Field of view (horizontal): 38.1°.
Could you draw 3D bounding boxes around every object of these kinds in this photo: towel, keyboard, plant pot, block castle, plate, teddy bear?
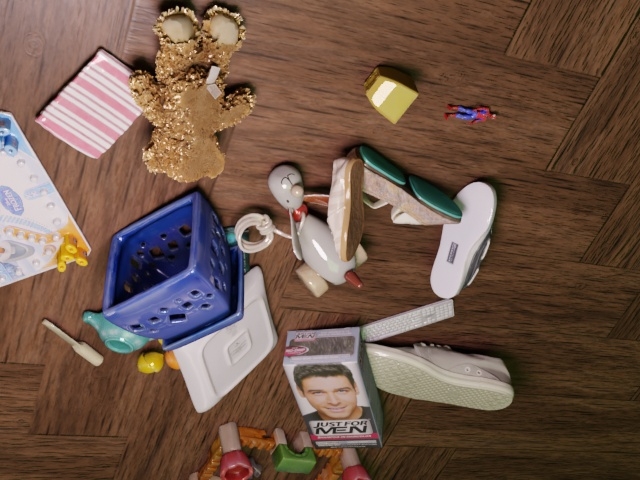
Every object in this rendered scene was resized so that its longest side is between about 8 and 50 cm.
[{"bbox_3d":[-0.418,-0.254,1.736,0.197,0.029,0.144,-42,130,16],"label":"towel"},{"bbox_3d":[0.216,0.208,2.353,0.256,0.014,0.072,-17,133,-2],"label":"keyboard"},{"bbox_3d":[-0.286,0.080,1.909,0.236,0.236,0.212,-26,133,19],"label":"plant pot"},{"bbox_3d":[-0.116,0.685,2.530,0.453,0.213,0.303,14,125,-28],"label":"block castle"},{"bbox_3d":[0.133,-0.298,1.840,0.083,0.081,0.081,27,118,-23],"label":"plant pot"},{"bbox_3d":[-0.200,0.236,2.117,0.277,0.045,0.278,-42,142,-28],"label":"plate"},{"bbox_3d":[-0.241,-0.277,1.721,0.245,0.113,0.338,-27,134,-23],"label":"teddy bear"}]

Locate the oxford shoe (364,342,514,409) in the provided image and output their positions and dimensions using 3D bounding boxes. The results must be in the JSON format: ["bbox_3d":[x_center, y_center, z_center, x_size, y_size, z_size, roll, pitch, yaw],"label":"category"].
[{"bbox_3d":[0.291,0.333,2.421,0.449,0.130,0.169,13,143,-9],"label":"oxford shoe"}]

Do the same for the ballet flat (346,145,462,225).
[{"bbox_3d":[0.167,-0.099,2.016,0.316,0.107,0.106,30,120,-24],"label":"ballet flat"}]

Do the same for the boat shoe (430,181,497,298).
[{"bbox_3d":[0.349,-0.005,2.157,0.102,0.108,0.301,-18,129,-48],"label":"boat shoe"}]

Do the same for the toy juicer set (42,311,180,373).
[{"bbox_3d":[-0.439,0.222,2.114,0.329,0.089,0.209,2,145,11],"label":"toy juicer set"}]

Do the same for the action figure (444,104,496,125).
[{"bbox_3d":[0.321,-0.267,1.962,0.115,0.030,0.038,-1,125,-20],"label":"action figure"}]

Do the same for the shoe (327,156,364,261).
[{"bbox_3d":[0.050,-0.065,1.913,0.076,0.058,0.219,-14,111,-57],"label":"shoe"}]

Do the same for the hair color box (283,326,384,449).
[{"bbox_3d":[0.040,0.382,2.346,0.185,0.113,0.374,-5,134,13],"label":"hair color box"}]

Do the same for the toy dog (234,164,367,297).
[{"bbox_3d":[0.000,0.000,1.982,0.333,0.161,0.220,34,89,-41],"label":"toy dog"}]

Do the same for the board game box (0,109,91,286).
[{"bbox_3d":[-0.707,-0.032,1.820,0.390,0.050,0.390,-20,133,-1],"label":"board game box"}]

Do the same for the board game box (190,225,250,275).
[{"bbox_3d":[-0.221,0.049,2.064,0.126,0.026,0.186,-8,132,-11],"label":"board game box"}]
